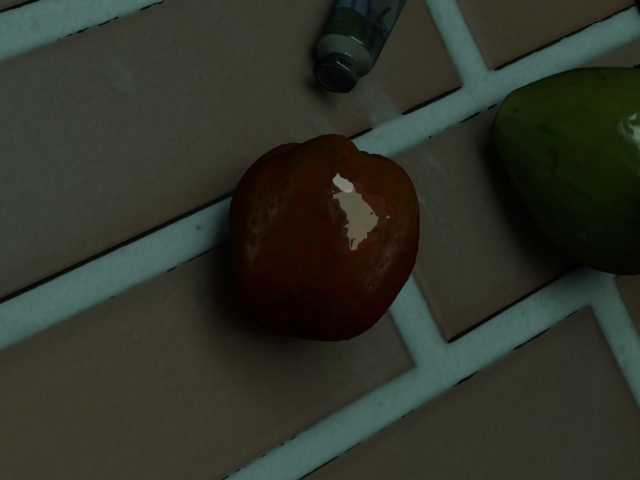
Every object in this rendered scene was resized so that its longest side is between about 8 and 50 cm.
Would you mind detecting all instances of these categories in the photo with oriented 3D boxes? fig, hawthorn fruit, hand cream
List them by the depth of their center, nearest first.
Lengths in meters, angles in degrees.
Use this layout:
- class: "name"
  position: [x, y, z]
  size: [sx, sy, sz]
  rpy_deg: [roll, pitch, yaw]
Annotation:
- class: "hawthorn fruit"
  position: [0.000, 0.000, 1.545]
  size: [0.189, 0.189, 0.189]
  rpy_deg: [11, 70, -32]
- class: "hand cream"
  position: [0.056, -0.256, 1.730]
  size: [0.091, 0.058, 0.271]
  rpy_deg: [40, 52, -22]
- class: "fig"
  position: [0.294, -0.083, 1.744]
  size: [0.230, 0.207, 0.207]
  rpy_deg: [46, 56, -15]

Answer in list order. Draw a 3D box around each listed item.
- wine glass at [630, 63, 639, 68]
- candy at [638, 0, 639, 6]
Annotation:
- class: "wine glass"
  position: [0.429, -0.147, 1.913]
  size: [0.204, 0.111, 0.111]
  rpy_deg: [1, 75, -37]
- class: "candy"
  position: [0.474, -0.258, 1.982]
  size: [0.234, 0.104, 0.102]
  rpy_deg: [29, 62, -25]
